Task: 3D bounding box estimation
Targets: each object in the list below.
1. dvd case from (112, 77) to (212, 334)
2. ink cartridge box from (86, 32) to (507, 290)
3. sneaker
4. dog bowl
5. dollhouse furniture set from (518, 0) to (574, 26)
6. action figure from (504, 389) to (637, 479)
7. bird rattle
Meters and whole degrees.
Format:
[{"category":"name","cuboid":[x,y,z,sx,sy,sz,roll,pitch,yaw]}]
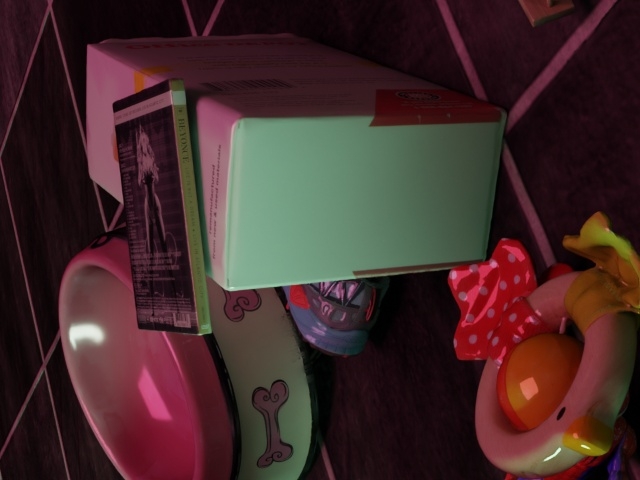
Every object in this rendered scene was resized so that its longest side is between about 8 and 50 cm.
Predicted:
[{"category":"dvd case","cuboid":[-0.146,-0.027,1.168,0.164,0.018,0.221,-4,93,64]},{"category":"ink cartridge box","cuboid":[-0.044,-0.095,1.282,0.384,0.279,0.161,33,124,56]},{"category":"sneaker","cuboid":[0.000,0.000,1.425,0.262,0.104,0.125,54,128,33]},{"category":"dog bowl","cuboid":[-0.183,0.153,1.598,0.408,0.150,0.408,33,133,43]},{"category":"dollhouse furniture set","cuboid":[0.201,-0.291,1.003,0.184,0.129,0.129,75,175,-60]},{"category":"action figure","cuboid":[0.181,0.231,1.058,0.139,0.091,0.280,-56,-9,-52]},{"category":"bird rattle","cuboid":[0.172,0.080,0.983,0.253,0.143,0.207,-17,45,53]}]
